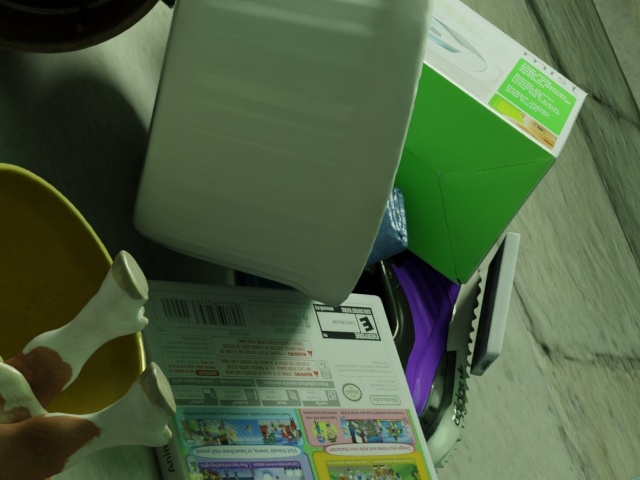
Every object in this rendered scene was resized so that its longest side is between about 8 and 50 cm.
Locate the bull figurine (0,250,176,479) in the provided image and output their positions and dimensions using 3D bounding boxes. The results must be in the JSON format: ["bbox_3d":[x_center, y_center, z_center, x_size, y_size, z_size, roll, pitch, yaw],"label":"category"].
[{"bbox_3d":[-0.126,0.118,0.675,0.101,0.188,0.310,-103,167,-70],"label":"bull figurine"}]

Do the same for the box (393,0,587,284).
[{"bbox_3d":[0.052,-0.115,1.315,0.262,0.126,0.231,36,22,3],"label":"box"}]

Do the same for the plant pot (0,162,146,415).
[{"bbox_3d":[-0.155,0.046,0.783,0.134,0.095,0.134,50,24,-32],"label":"plant pot"}]

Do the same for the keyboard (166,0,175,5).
[{"bbox_3d":[-0.157,-0.251,1.246,0.192,0.038,0.100,39,55,-51],"label":"keyboard"}]

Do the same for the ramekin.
[{"bbox_3d":[-0.026,-0.108,1.051,0.135,0.277,0.277,12,36,-7],"label":"ramekin"}]

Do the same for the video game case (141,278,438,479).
[{"bbox_3d":[-0.015,0.118,1.055,0.212,0.023,0.193,6,59,-45],"label":"video game case"}]

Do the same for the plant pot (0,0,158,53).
[{"bbox_3d":[-0.155,-0.216,1.021,0.167,0.167,0.165,55,15,-23],"label":"plant pot"}]

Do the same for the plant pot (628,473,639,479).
[{"bbox_3d":[0.193,0.307,1.101,0.247,0.252,0.247,29,39,-58],"label":"plant pot"}]

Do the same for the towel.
[{"bbox_3d":[0.000,0.000,1.185,0.029,0.119,0.067,54,21,-43],"label":"towel"}]

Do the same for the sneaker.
[{"bbox_3d":[0.039,0.031,1.270,0.146,0.102,0.293,51,24,-30],"label":"sneaker"}]

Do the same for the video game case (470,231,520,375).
[{"bbox_3d":[0.125,0.048,1.257,0.122,0.011,0.087,95,6,-79],"label":"video game case"}]
